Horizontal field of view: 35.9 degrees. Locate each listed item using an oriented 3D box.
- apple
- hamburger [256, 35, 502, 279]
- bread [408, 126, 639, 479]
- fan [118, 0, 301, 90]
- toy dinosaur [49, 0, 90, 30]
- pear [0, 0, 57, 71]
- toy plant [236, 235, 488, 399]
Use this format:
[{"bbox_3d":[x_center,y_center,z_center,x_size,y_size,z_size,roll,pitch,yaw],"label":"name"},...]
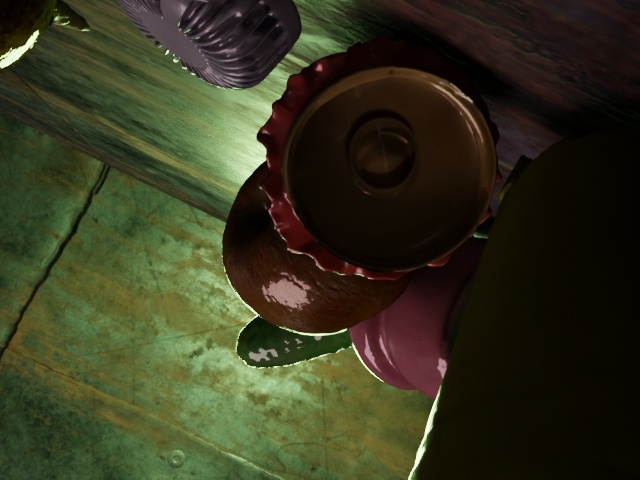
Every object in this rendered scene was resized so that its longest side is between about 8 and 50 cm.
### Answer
[{"bbox_3d":[0.000,0.000,1.078,0.188,0.211,0.211,29,173,-33],"label":"apple"},{"bbox_3d":[0.037,-0.060,0.704,0.175,0.175,0.137,28,-173,-15],"label":"hamburger"},{"bbox_3d":[0.192,0.113,0.579,0.208,0.377,0.251,-20,122,42],"label":"bread"},{"bbox_3d":[-0.071,-0.171,0.611,0.130,0.074,0.244,37,169,1],"label":"fan"},{"bbox_3d":[-0.284,-0.234,0.876,0.153,0.094,0.259,21,180,40],"label":"toy dinosaur"},{"bbox_3d":[-0.279,-0.199,0.678,0.197,0.197,0.197,26,174,3],"label":"pear"},{"bbox_3d":[0.093,0.085,1.215,0.356,0.317,0.211,23,139,52],"label":"toy plant"}]
